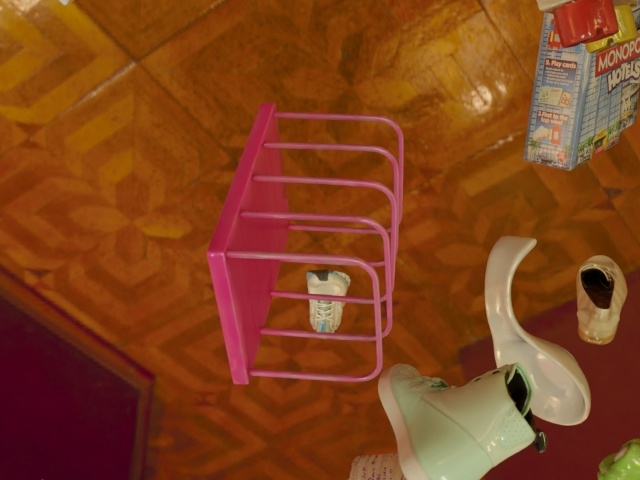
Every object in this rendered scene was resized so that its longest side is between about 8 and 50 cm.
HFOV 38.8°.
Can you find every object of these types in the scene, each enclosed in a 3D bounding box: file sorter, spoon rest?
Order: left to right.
[{"bbox_3d":[0.000,0.000,1.078,0.182,0.291,0.202,2,130,9],"label":"file sorter"},{"bbox_3d":[0.272,0.132,1.190,0.137,0.084,0.276,5,123,50],"label":"spoon rest"}]

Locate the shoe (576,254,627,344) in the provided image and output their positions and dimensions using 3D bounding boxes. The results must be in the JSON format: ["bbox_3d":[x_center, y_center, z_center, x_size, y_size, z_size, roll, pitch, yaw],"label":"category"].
[{"bbox_3d":[0.430,0.074,1.387,0.076,0.219,0.058,2,120,16],"label":"shoe"}]

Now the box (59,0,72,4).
[{"bbox_3d":[-0.265,-0.363,1.053,0.072,0.126,0.137,42,141,-2],"label":"box"}]

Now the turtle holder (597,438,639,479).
[{"bbox_3d":[0.471,0.310,1.022,0.320,0.243,0.228,23,108,19],"label":"turtle holder"}]

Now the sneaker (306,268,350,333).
[{"bbox_3d":[0.012,0.110,1.499,0.071,0.083,0.191,5,154,8],"label":"sneaker"}]

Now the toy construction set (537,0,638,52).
[{"bbox_3d":[0.216,-0.235,0.619,0.257,0.237,0.309,-42,95,7],"label":"toy construction set"}]

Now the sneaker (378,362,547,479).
[{"bbox_3d":[0.150,0.175,0.959,0.151,0.256,0.094,-34,105,6],"label":"sneaker"}]

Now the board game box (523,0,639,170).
[{"bbox_3d":[0.289,-0.197,0.946,0.194,0.060,0.194,-28,124,-38],"label":"board game box"}]

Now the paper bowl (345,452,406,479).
[{"bbox_3d":[0.074,0.418,1.164,0.148,0.284,0.284,-6,134,11],"label":"paper bowl"}]
